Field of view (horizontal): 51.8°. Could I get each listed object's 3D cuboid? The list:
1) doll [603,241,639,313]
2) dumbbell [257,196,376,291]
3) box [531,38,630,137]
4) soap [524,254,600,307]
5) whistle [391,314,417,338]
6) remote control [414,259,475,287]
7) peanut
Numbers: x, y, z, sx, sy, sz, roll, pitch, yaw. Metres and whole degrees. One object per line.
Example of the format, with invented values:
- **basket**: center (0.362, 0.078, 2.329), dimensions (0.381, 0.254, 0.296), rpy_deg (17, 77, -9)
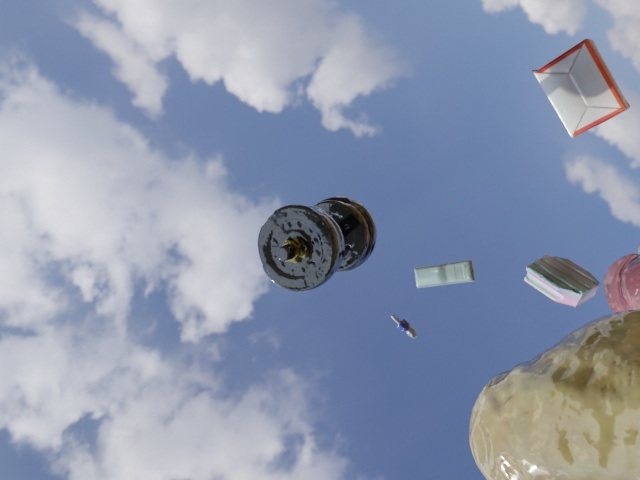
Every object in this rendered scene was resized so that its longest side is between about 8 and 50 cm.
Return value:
- **doll**: center (0.649, 0.065, 1.241), dimensions (0.152, 0.196, 0.256), rpy_deg (51, -136, 8)
- **dumbbell**: center (0.000, 0.000, 1.475), dimensions (0.185, 0.185, 0.388), rpy_deg (48, -159, 10)
- **box**: center (0.579, -0.338, 1.461), dimensions (0.182, 0.133, 0.099), rpy_deg (60, -149, 3)
- **soap**: center (0.568, 0.095, 1.543), dimensions (0.100, 0.056, 0.149), rpy_deg (-28, -136, -24)
- **whistle**: center (0.210, 0.217, 1.658), dimensions (0.083, 0.029, 0.033), rpy_deg (40, -166, 6)
- **remote control**: center (0.339, 0.093, 1.810), dimensions (0.029, 0.162, 0.061), rpy_deg (-4, -96, -64)
- **peanut**: center (0.302, 0.140, 0.536), dimensions (0.169, 0.387, 0.192), rpy_deg (47, -136, -25)
